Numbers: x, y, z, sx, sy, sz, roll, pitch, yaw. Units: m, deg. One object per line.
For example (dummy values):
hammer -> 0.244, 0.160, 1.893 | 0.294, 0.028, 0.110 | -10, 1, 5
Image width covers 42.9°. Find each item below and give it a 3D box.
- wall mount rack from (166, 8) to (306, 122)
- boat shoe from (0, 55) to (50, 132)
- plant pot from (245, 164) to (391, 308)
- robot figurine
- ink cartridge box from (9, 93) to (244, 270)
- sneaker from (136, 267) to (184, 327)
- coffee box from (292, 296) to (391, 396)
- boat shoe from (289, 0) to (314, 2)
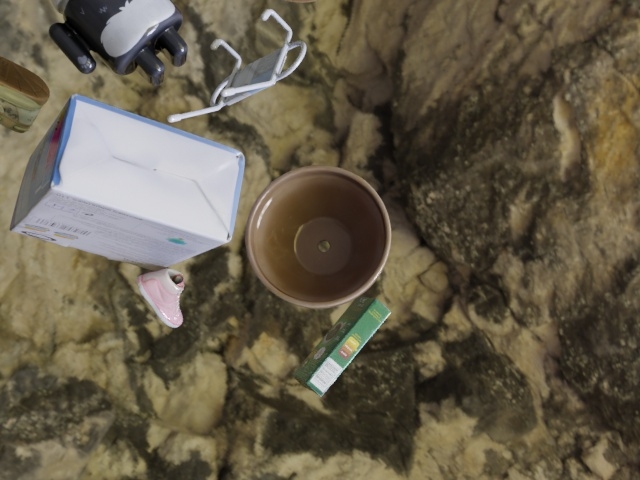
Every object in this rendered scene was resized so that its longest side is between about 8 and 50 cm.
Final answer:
wall mount rack -> -0.207, -0.392, 1.958 | 0.350, 0.130, 0.304 | -16, -135, 43
boat shoe -> -0.553, -0.251, 1.207 | 0.089, 0.285, 0.104 | -51, -155, 27
plant pot -> 0.000, 0.000, 1.366 | 0.237, 0.110, 0.237 | -1, -100, 6
robot figurine -> -0.367, -0.417, 1.497 | 0.173, 0.278, 0.209 | -39, -173, 41
ink cartridge box -> -0.327, -0.066, 1.301 | 0.395, 0.270, 0.151 | -21, -125, 58
sneaker -> -0.259, 0.099, 1.427 | 0.070, 0.134, 0.051 | -23, -138, 7
coffee box -> 0.035, 0.175, 1.377 | 0.184, 0.040, 0.113 | -50, -172, -12
boat shoe -> -0.137, -0.712, 2.082 | 0.121, 0.341, 0.110 | -55, -145, 37
